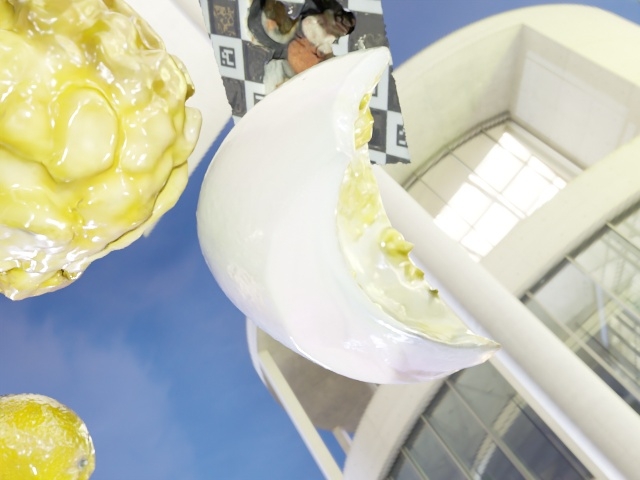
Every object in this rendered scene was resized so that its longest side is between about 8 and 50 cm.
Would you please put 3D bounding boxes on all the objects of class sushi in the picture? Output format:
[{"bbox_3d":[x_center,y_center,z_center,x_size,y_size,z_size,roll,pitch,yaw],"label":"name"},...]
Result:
[{"bbox_3d":[-0.016,-0.274,0.985,0.069,0.320,0.339,-36,-62,-44],"label":"sushi"}]

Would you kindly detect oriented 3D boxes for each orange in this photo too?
[{"bbox_3d":[-0.197,0.145,0.460,0.095,0.085,0.085,1,-44,14],"label":"orange"}]

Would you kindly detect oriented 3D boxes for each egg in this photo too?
[{"bbox_3d":[-0.006,0.002,0.532,0.162,0.206,0.270,-25,-71,-20],"label":"egg"}]

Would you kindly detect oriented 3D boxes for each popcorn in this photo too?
[{"bbox_3d":[-0.214,-0.079,0.481,0.250,0.250,0.190,-58,-20,20],"label":"popcorn"}]
